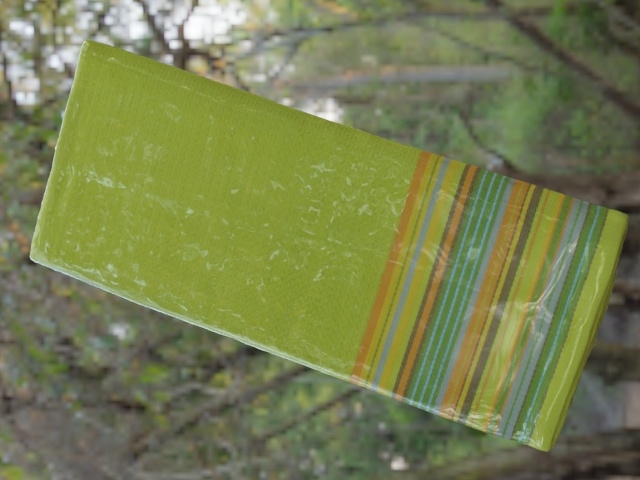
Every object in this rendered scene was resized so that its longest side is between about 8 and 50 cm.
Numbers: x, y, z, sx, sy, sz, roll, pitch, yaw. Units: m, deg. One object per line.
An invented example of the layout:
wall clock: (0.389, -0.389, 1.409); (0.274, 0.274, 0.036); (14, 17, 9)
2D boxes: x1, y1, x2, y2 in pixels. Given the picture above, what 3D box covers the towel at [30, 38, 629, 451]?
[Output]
towel: (0.000, 0.000, 0.649); (0.021, 0.237, 0.102); (-35, -37, -74)
